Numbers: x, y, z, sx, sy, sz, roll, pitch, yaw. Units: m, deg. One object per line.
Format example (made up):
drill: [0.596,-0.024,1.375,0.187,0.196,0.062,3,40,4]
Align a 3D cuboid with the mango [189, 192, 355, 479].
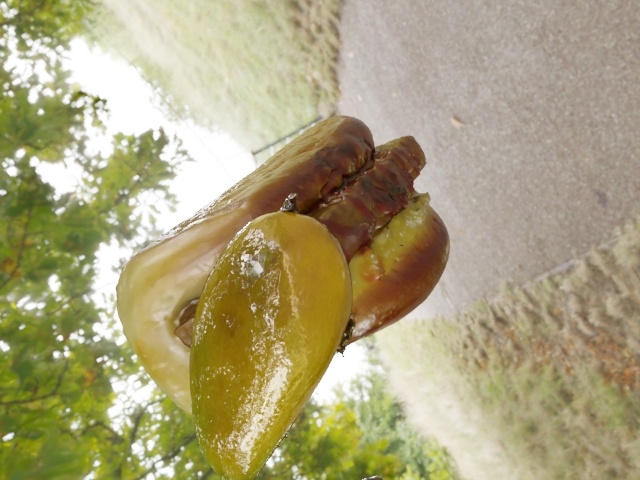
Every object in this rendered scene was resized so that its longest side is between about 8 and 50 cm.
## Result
mango: [-0.037,0.060,0.419,0.066,0.101,0.187,28,-102,-60]

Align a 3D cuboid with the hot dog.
hot dog: [-0.001,-0.001,0.677,0.185,0.223,0.405,60,-141,-14]

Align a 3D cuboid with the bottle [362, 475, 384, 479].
bottle: [0.029,0.486,0.967,0.171,0.351,0.171,26,-146,-20]
